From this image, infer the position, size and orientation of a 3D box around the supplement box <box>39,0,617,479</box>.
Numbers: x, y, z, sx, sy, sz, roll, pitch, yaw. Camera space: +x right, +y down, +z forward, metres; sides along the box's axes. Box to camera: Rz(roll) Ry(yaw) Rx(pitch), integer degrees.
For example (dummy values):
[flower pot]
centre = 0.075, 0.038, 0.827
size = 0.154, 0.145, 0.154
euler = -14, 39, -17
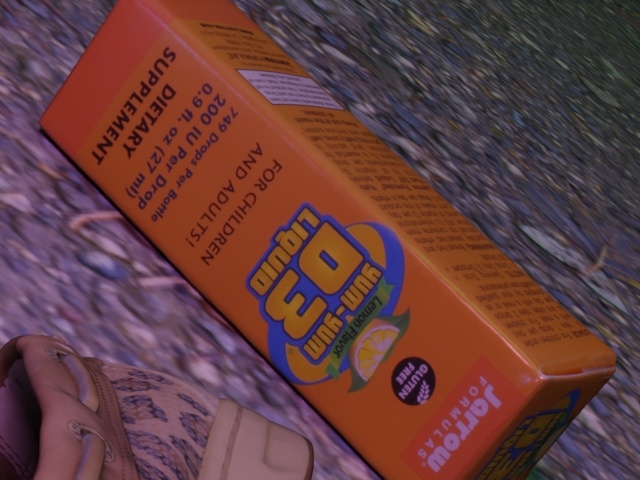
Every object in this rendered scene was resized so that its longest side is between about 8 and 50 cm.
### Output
[supplement box]
centre = 0.000, 0.000, 0.766
size = 0.233, 0.078, 0.080
euler = 43, 19, 20

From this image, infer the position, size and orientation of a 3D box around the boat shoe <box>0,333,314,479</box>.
[boat shoe]
centre = -0.064, 0.087, 0.407
size = 0.089, 0.104, 0.285
euler = 32, 8, -2
